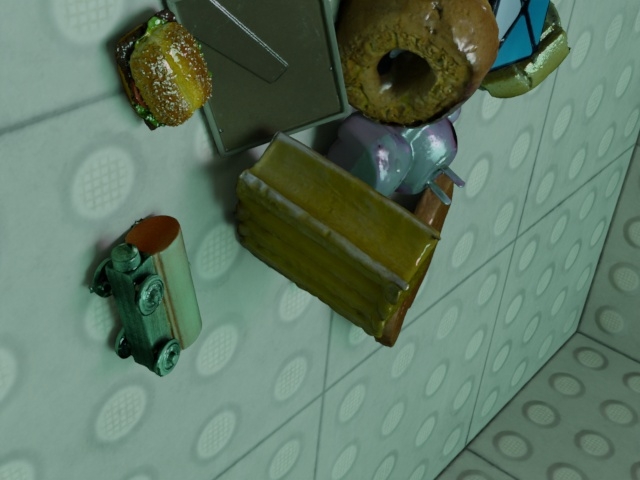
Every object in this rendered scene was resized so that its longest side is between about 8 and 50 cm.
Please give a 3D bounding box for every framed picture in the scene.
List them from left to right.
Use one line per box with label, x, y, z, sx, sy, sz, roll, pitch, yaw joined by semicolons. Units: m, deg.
framed picture;-0.086;-0.282;1.333;0.240;0.020;0.324;-20;139;-4

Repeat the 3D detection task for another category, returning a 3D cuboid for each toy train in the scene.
toy train;-0.268;0.092;1.404;0.177;0.116;0.285;-53;150;-39

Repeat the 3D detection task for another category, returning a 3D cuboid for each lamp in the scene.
lamp;0.163;-0.163;1.710;0.301;0.247;0.247;-26;156;-46

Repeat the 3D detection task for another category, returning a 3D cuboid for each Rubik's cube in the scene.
Rubik's cube;0.286;-0.482;1.636;0.246;0.250;0.248;-27;138;-45

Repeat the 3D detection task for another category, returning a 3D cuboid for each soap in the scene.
soap;0.020;0.003;1.475;0.156;0.335;0.293;-53;167;-18

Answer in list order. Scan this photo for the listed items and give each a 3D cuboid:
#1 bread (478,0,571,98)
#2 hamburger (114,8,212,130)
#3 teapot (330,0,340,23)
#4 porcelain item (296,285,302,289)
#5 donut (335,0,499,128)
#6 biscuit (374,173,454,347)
bread;0.461;-0.445;1.999;0.257;0.186;0.124;-52;154;-2
hamburger;-0.216;-0.241;1.220;0.137;0.087;0.166;-48;147;-24
teapot;0.002;-0.429;1.421;0.107;0.077;0.200;-52;155;-57
porcelain item;0.000;0.000;1.782;0.081;0.069;0.215;-18;124;-45
donut;0.156;-0.333;1.483;0.317;0.299;0.150;76;31;-55
biscuit;0.224;0.033;2.041;0.350;0.078;0.455;102;14;-50
